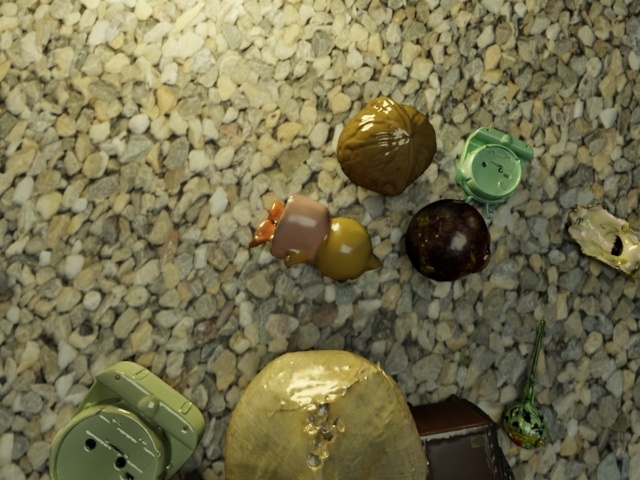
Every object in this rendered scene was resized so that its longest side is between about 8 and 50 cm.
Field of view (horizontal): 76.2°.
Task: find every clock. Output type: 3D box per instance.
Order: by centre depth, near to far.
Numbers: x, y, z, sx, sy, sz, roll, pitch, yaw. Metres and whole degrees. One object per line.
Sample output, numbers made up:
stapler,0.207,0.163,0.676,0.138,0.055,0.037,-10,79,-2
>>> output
clock,-0.433,0.453,0.871,0.265,0.108,0.324,36,84,-1
clock,0.424,-0.163,1.018,0.160,0.066,0.210,21,84,-2

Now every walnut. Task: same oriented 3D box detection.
walnut,0.149,-0.209,0.922,0.228,0.228,0.227,0,85,-4

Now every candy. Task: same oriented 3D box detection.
candy,0.514,0.339,0.978,0.091,0.083,0.305,11,73,33

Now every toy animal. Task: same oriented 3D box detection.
toy animal,0.003,-0.001,0.923,0.281,0.169,0.195,29,48,-4

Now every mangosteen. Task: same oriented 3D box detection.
mangosteen,0.308,0.008,0.950,0.217,0.192,0.192,23,82,-34

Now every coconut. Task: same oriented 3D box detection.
coconut,0.005,0.400,0.783,0.406,0.404,0.403,0,85,-4

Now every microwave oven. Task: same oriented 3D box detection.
microwave oven,0.292,0.491,0.888,0.188,0.178,0.247,-10,86,-5

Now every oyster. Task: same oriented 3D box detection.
oyster,0.720,-0.003,1.030,0.209,0.072,0.132,33,89,19
